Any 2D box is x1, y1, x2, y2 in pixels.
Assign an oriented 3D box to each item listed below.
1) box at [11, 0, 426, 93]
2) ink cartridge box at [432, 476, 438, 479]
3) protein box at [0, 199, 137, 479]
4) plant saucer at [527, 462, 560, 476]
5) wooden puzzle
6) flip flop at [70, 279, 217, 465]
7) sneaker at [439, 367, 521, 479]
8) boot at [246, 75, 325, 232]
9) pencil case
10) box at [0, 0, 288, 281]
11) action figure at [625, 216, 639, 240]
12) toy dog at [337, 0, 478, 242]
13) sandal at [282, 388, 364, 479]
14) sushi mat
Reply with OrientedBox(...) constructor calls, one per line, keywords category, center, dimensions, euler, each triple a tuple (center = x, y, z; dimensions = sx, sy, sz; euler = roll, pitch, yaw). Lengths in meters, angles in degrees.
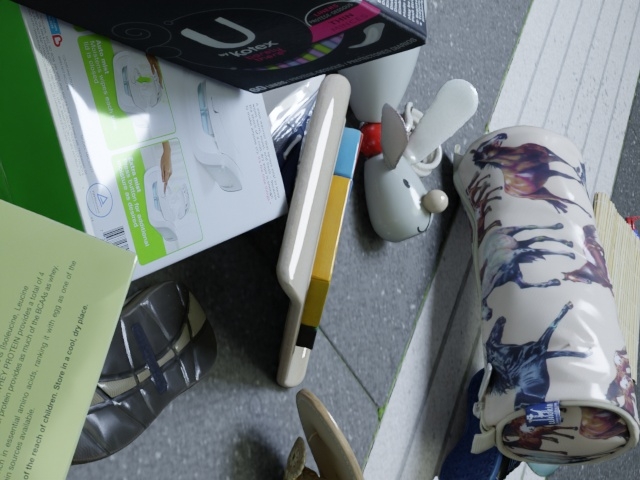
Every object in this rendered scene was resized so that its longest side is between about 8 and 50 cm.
OrientedBox(category="box", center=(-0.068, -0.210, 0.692), dimensions=(0.270, 0.165, 0.143), euler=(13, 70, -52))
OrientedBox(category="ink cartridge box", center=(0.059, 0.322, 1.008), dimensions=(0.179, 0.045, 0.145), euler=(-49, 140, -28))
OrientedBox(category="protein box", center=(-0.237, 0.077, 0.564), dimensions=(0.201, 0.136, 0.199), euler=(23, 60, -18))
OrientedBox(category="plant saucer", center=(0.332, 0.238, 1.501), dimensions=(0.195, 0.037, 0.195), euler=(15, 71, -53))
OrientedBox(category="wooden puzzle", center=(0.000, 0.000, 0.974), dimensions=(0.238, 0.044, 0.221), euler=(92, 9, -62))
OrientedBox(category="flip flop", center=(-0.169, 0.094, 0.786), dimensions=(0.112, 0.080, 0.277), euler=(70, 22, -3))
OrientedBox(category="sneaker", center=(0.212, 0.261, 1.284), dimensions=(0.090, 0.081, 0.232), euler=(52, 43, -26))
OrientedBox(category="boot", center=(-0.044, -0.094, 1.017), dimensions=(0.190, 0.069, 0.086), euler=(-52, 132, -37))
OrientedBox(category="pencil case", center=(0.255, 0.057, 1.261), dimensions=(0.160, 0.184, 0.410), euler=(104, -14, -57))
OrientedBox(category="box", center=(-0.159, -0.110, 0.792), dimensions=(0.231, 0.127, 0.262), euler=(-28, 106, -54))
OrientedBox(category="action figure", center=(0.576, 0.014, 1.910), dimensions=(0.038, 0.030, 0.115), euler=(-1, 86, -60))
OrientedBox(category="toy dog", center=(0.099, -0.180, 1.147), dimensions=(0.220, 0.161, 0.333), euler=(-52, 124, -46))
OrientedBox(category="sandal", center=(-0.003, 0.253, 0.982), dimensions=(0.079, 0.088, 0.240), euler=(-32, 126, -21))
OrientedBox(category="sushi mat", center=(0.482, 0.073, 1.721), dimensions=(0.151, 0.019, 0.316), euler=(45, 42, -26))
